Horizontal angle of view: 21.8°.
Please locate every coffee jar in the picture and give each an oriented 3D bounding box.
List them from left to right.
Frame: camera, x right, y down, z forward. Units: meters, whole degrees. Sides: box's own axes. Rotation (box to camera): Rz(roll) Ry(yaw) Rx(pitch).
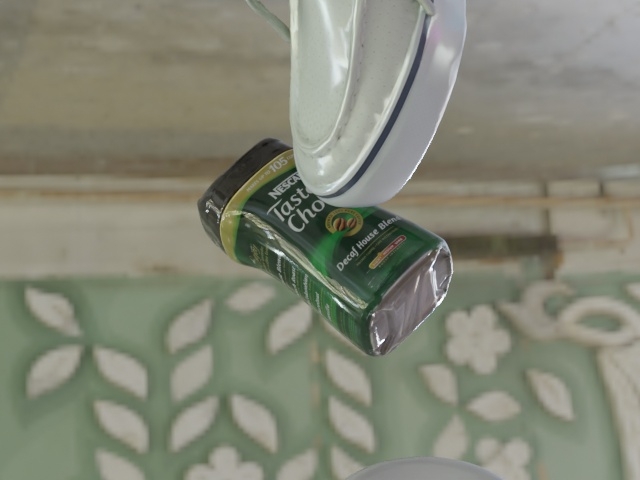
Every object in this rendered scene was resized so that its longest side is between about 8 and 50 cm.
[{"bbox_3d":[0.000,0.000,1.214,0.184,0.096,0.079,33,154,30],"label":"coffee jar"}]

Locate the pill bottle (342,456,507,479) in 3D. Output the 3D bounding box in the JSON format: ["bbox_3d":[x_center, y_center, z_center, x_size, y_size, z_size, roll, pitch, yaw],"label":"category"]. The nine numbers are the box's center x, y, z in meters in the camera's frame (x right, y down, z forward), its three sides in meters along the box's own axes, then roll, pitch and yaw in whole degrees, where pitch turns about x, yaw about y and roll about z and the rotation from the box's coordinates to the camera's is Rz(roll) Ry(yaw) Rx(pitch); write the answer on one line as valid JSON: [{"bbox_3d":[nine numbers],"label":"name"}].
[{"bbox_3d":[0.053,0.227,0.858,0.117,0.215,0.117,0,-150,0],"label":"pill bottle"}]

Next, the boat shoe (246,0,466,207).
[{"bbox_3d":[0.003,-0.204,0.958,0.156,0.367,0.136,5,-170,-36],"label":"boat shoe"}]
